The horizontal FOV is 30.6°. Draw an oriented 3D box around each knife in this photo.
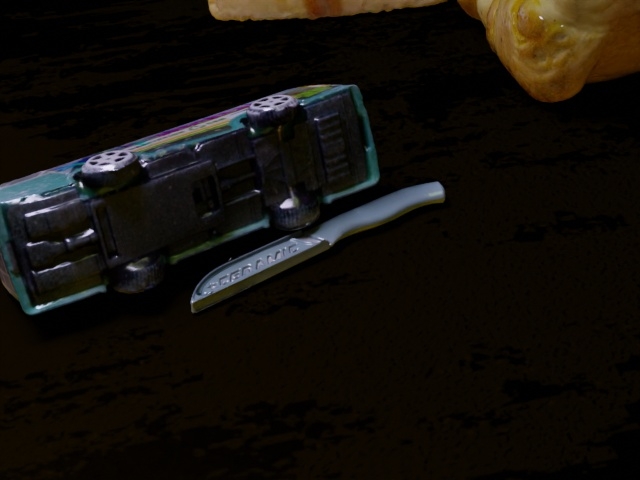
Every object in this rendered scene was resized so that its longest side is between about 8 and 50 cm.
[{"bbox_3d":[0.000,-0.001,0.785,0.210,0.015,0.028,-23,43,-26],"label":"knife"}]

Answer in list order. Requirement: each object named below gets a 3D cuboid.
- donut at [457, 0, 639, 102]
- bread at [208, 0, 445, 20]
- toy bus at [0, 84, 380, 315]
[{"bbox_3d":[0.195,-0.239,0.955,0.128,0.208,0.261,-10,38,-9],"label":"donut"},{"bbox_3d":[0.003,-0.317,1.122,0.240,0.178,0.135,-6,34,2],"label":"bread"},{"bbox_3d":[-0.091,-0.035,0.777,0.261,0.091,0.109,-21,19,-26],"label":"toy bus"}]
